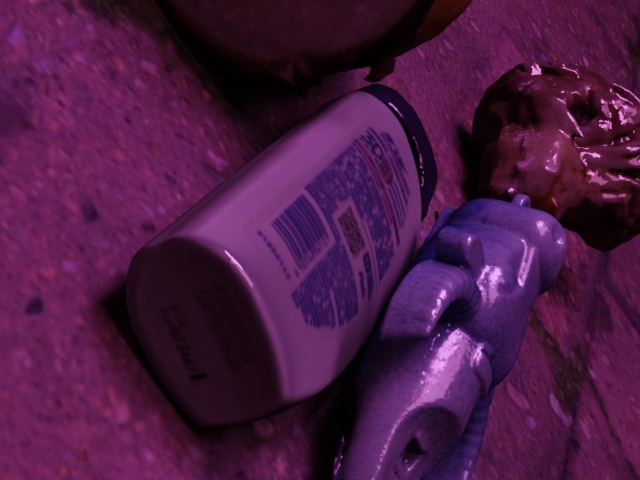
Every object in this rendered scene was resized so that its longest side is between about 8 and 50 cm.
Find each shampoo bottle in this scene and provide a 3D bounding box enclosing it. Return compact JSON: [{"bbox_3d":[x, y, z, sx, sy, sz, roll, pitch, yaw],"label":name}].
[{"bbox_3d":[0.000,0.000,0.814,0.134,0.078,0.359,65,24,-11],"label":"shampoo bottle"}]

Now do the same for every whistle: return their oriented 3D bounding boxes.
[{"bbox_3d":[0.080,0.063,0.806,0.269,0.093,0.180,-60,151,-36],"label":"whistle"}]

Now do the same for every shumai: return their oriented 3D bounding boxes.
[{"bbox_3d":[0.221,-0.056,1.184,0.206,0.166,0.175,32,37,3],"label":"shumai"}]

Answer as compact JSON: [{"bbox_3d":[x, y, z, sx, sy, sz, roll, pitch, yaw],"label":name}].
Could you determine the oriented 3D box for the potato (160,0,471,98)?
[{"bbox_3d":[0.008,-0.315,0.920,0.296,0.290,0.397,-47,128,-60],"label":"potato"}]

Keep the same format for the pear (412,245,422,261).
[{"bbox_3d":[0.100,0.042,0.931,0.092,0.097,0.092,1,90,-75],"label":"pear"}]
